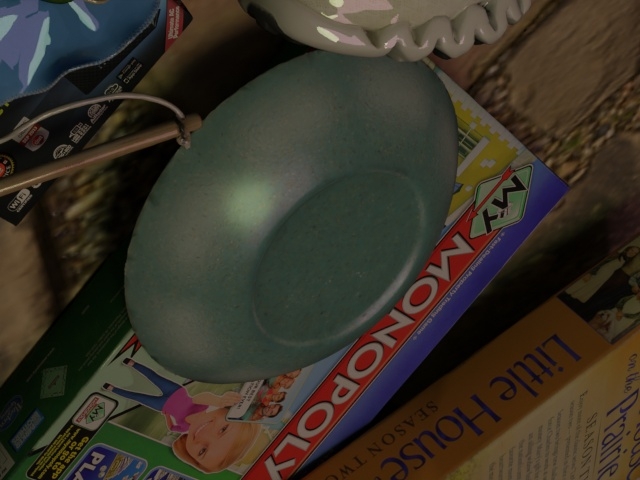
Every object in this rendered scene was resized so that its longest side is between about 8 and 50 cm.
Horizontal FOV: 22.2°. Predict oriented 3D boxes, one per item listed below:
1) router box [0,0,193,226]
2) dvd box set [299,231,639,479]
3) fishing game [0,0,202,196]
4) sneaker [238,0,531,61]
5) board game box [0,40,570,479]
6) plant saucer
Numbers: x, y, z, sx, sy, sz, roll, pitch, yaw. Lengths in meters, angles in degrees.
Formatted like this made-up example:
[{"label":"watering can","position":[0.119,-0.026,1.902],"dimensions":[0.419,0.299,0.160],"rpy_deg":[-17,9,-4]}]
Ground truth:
[{"label":"router box","position":[-0.124,-0.076,0.665],"dimensions":[0.122,0.038,0.092],"rpy_deg":[-50,140,4]},{"label":"dvd box set","position":[0.069,0.203,1.031],"dimensions":[0.420,0.062,0.307],"rpy_deg":[-34,147,-20]},{"label":"fishing game","position":[-0.119,-0.127,0.579],"dimensions":[0.189,0.041,0.264],"rpy_deg":[-20,124,-17]},{"label":"sneaker","position":[0.079,-0.167,0.733],"dimensions":[0.292,0.110,0.118],"rpy_deg":[-28,132,-34]},{"label":"board game box","position":[-0.027,0.043,0.857],"dimensions":[0.317,0.046,0.213],"rpy_deg":[-51,141,5]},{"label":"plant saucer","position":[0.000,0.000,0.777],"dimensions":[0.195,0.037,0.195],"rpy_deg":[-25,137,-26]}]
